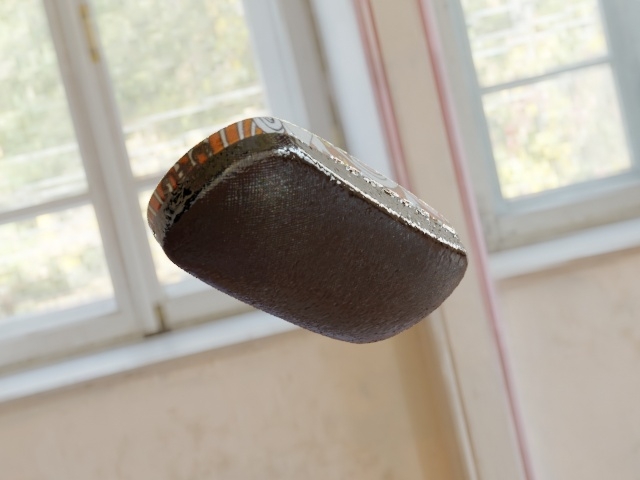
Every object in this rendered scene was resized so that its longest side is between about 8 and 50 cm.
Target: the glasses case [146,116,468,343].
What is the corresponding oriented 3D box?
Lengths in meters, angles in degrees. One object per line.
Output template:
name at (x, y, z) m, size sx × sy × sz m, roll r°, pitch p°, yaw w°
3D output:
glasses case at (0.000, 0.000, 0.952) m, size 0.103 × 0.067 × 0.267 m, roll -42°, pitch -34°, yaw 13°
